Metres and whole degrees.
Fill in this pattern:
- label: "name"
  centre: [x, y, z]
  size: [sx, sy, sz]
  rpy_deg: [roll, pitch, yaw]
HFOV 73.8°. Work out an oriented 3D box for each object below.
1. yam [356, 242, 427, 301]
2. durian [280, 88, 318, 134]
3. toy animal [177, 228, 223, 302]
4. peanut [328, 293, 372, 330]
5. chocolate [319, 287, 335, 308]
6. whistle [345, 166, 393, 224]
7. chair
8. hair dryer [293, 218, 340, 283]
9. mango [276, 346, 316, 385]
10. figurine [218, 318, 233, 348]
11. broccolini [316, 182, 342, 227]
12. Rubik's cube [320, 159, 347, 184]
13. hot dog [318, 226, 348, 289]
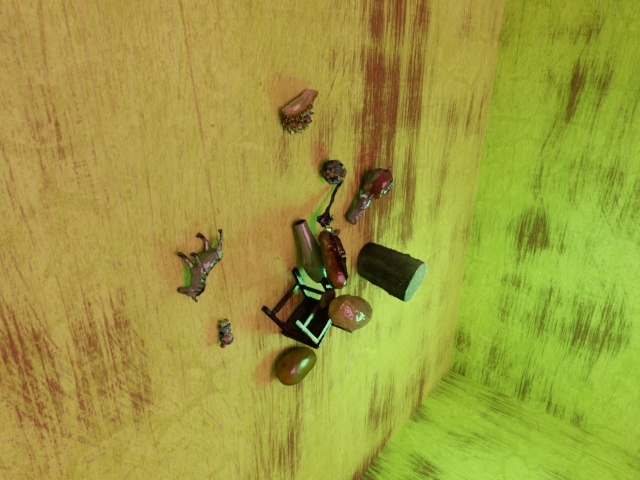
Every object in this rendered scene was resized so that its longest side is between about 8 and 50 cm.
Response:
- label: "yam"
  centre: [0.364, 0.156, 2.189]
  size: [0.241, 0.348, 0.241]
  rpy_deg: [-27, 129, -38]
- label: "durian"
  centre: [-0.055, -0.484, 1.579]
  size: [0.224, 0.078, 0.140]
  rpy_deg: [-56, 141, -19]
- label: "toy animal"
  centre: [-0.382, 0.079, 1.397]
  size: [0.217, 0.073, 0.176]
  rpy_deg: [-50, 145, -34]
- label: "peanut"
  centre: [0.122, 0.297, 1.758]
  size: [0.152, 0.152, 0.313]
  rpy_deg: [-70, 159, -4]
- label: "chocolate"
  centre: [0.035, 0.237, 1.733]
  size: [0.100, 0.031, 0.065]
  rpy_deg: [-18, 118, -55]
- label: "whistle"
  centre: [0.244, -0.224, 2.051]
  size: [0.346, 0.133, 0.142]
  rpy_deg: [-54, 177, -12]
- label: "chair"
  centre: [-0.039, 0.353, 1.858]
  size: [0.241, 0.203, 0.416]
  rpy_deg: [-55, 139, -29]
- label: "hair dryer"
  centre: [-0.021, -0.006, 1.835]
  size: [0.296, 0.118, 0.298]
  rpy_deg: [55, 45, -44]
- label: "mango"
  centre: [-0.099, 0.564, 1.934]
  size: [0.251, 0.114, 0.157]
  rpy_deg: [-13, 107, -49]
- label: "figurine"
  centre: [-0.351, 0.341, 1.566]
  size: [0.060, 0.047, 0.106]
  rpy_deg: [-35, 129, -51]
- label: "broccolini"
  centre: [0.056, -0.168, 1.848]
  size: [0.071, 0.057, 0.254]
  rpy_deg: [72, 40, -63]
- label: "Rubik's cube"
  centre: [0.057, -0.288, 1.797]
  size: [0.093, 0.111, 0.111]
  rpy_deg: [-36, 138, -1]
- label: "hot dog"
  centre: [0.060, 0.074, 1.760]
  size: [0.162, 0.081, 0.271]
  rpy_deg: [21, 52, -64]
